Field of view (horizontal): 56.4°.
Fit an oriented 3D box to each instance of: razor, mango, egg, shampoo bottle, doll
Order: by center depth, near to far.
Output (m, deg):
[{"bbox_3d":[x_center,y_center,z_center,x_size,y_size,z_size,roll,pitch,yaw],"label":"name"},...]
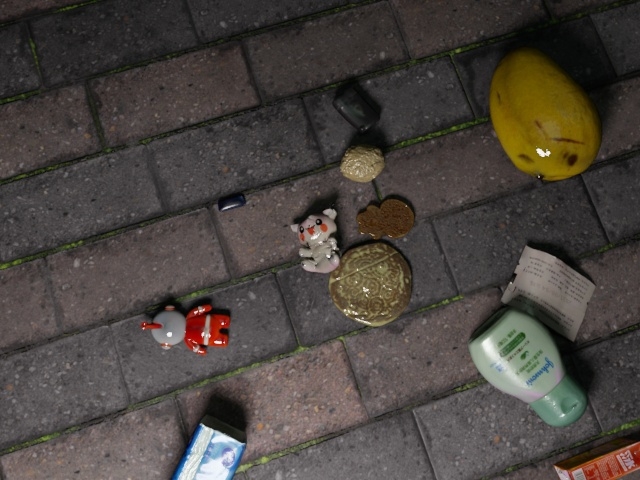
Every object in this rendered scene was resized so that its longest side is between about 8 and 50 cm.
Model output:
[{"bbox_3d":[0.590,0.363,1.665,0.222,0.151,0.349,-42,84,-3],"label":"shampoo bottle"},{"bbox_3d":[-0.380,0.248,1.679,0.245,0.076,0.142,3,78,-6],"label":"doll"},{"bbox_3d":[0.000,0.000,1.731,0.149,0.095,0.192,-20,77,24],"label":"doll"},{"bbox_3d":[0.123,-0.230,1.778,0.140,0.118,0.116,-20,97,2],"label":"egg"},{"bbox_3d":[0.665,-0.392,1.788,0.302,0.220,0.444,-11,76,-3],"label":"mango"},{"bbox_3d":[0.113,-0.399,1.841,0.090,0.054,0.148,-42,85,-10],"label":"razor"}]

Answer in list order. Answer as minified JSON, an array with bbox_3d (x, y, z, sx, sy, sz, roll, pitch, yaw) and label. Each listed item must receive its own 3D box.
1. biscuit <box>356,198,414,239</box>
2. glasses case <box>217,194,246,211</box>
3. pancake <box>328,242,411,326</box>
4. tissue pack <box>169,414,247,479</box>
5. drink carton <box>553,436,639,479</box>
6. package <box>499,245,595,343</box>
[{"bbox_3d":[0.195,-0.062,1.793,0.175,0.026,0.124,-8,78,-5],"label":"biscuit"},{"bbox_3d":[-0.266,-0.111,1.781,0.083,0.023,0.033,-16,82,-6],"label":"glasses case"},{"bbox_3d":[0.151,0.130,1.750,0.250,0.031,0.250,1,78,-2],"label":"pancake"},{"bbox_3d":[-0.304,0.610,1.547,0.146,0.198,0.263,26,79,-1],"label":"tissue pack"},{"bbox_3d":[0.777,0.621,1.652,0.223,0.096,0.071,-20,80,-6],"label":"drink carton"},{"bbox_3d":[0.678,0.159,1.758,0.251,0.062,0.203,28,80,-1],"label":"package"}]
